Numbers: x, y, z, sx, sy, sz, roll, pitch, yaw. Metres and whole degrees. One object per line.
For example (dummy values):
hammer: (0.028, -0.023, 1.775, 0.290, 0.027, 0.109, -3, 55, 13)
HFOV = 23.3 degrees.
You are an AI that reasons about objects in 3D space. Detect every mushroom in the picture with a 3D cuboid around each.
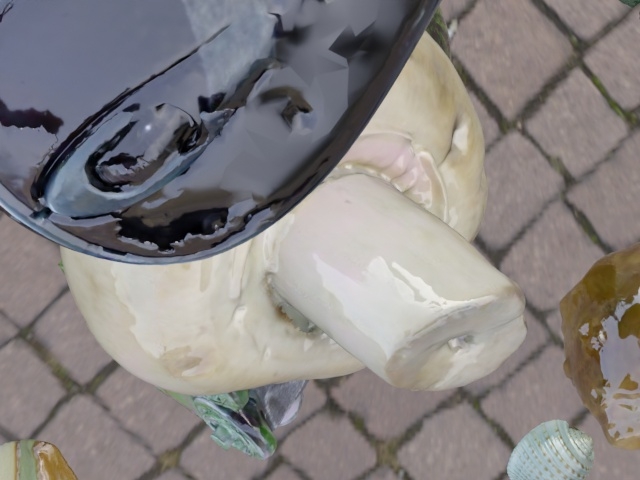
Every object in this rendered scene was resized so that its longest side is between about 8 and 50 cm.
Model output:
mushroom: (-0.026, -0.009, 1.196, 0.325, 0.353, 0.353, -25, 101, 15)

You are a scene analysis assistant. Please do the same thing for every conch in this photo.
conch: (0.228, 0.216, 1.512, 0.085, 0.056, 0.076, -48, 126, 1)

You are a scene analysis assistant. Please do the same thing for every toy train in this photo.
toy train: (-0.121, 0.088, 1.633, 0.248, 0.307, 0.173, 29, 70, 27)

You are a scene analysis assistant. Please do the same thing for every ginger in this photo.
ginger: (0.384, 0.092, 1.654, 0.269, 0.223, 0.200, -37, 67, 32)

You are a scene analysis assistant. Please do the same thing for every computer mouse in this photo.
computer mouse: (-0.023, -0.093, 0.504, 0.137, 0.096, 0.233, 33, 91, -29)

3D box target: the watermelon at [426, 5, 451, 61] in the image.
watermelon: (0.006, -0.196, 1.710, 0.285, 0.285, 0.285, 1, 104, 4)

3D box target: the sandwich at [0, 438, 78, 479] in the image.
sandwich: (-0.117, 0.189, 0.804, 0.079, 0.113, 0.163, -20, 66, 47)

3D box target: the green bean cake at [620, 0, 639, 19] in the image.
green bean cake: (0.286, -0.304, 1.273, 0.193, 0.107, 0.208, 37, 61, -7)
